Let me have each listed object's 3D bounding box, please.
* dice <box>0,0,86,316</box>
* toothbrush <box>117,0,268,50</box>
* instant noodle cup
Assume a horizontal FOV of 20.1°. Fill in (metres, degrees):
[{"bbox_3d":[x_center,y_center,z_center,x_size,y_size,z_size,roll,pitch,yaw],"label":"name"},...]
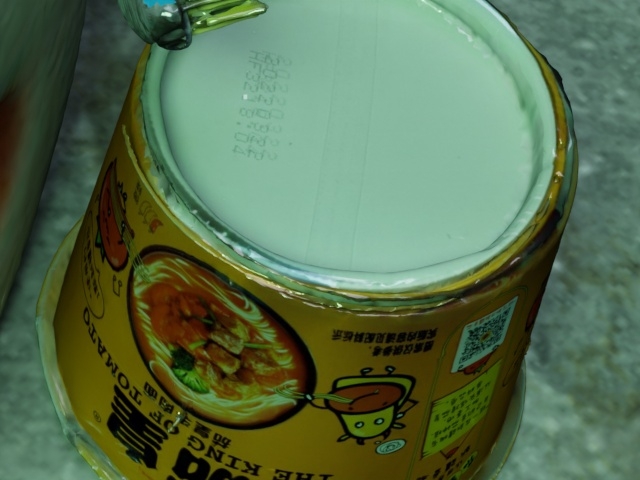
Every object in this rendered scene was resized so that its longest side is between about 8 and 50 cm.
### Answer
[{"bbox_3d":[-0.264,-0.045,0.632,0.304,0.277,0.304,17,55,-1],"label":"dice"},{"bbox_3d":[-0.075,-0.128,0.738,0.042,0.035,0.413,-13,19,-7],"label":"toothbrush"},{"bbox_3d":[0.000,0.000,0.718,0.216,0.172,0.215,6,55,-9],"label":"instant noodle cup"}]
